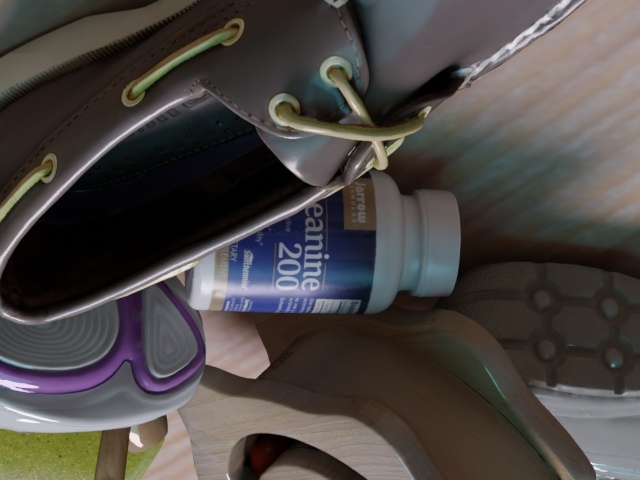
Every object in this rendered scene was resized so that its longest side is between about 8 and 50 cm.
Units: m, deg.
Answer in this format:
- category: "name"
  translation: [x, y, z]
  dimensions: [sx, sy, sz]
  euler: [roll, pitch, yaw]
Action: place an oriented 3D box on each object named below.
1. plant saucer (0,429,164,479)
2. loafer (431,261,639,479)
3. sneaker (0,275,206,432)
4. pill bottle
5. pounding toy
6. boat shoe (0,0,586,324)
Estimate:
- category: "plant saucer"
  translation: [-0.209, 0.158, 1.143]
  dimensions: [0.188, 0.045, 0.188]
  euler: [11, 146, -22]
- category: "loafer"
  translation: [0.199, 0.082, 1.010]
  dimensions: [0.320, 0.112, 0.111]
  euler: [14, 151, -13]
- category: "sneaker"
  translation: [-0.205, 0.027, 0.892]
  dimensions: [0.305, 0.114, 0.152]
  euler: [12, 160, -17]
- category: "pill bottle"
  translation: [0.000, 0.000, 0.880]
  dimensions: [0.120, 0.067, 0.067]
  euler: [1, 149, -9]
- category: "pounding toy"
  translation: [-0.013, 0.128, 0.942]
  dimensions: [0.269, 0.155, 0.154]
  euler: [6, 131, 49]
- category: "boat shoe"
  translation: [-0.012, -0.061, 0.748]
  dimensions: [0.324, 0.096, 0.116]
  euler: [-23, 144, 29]
